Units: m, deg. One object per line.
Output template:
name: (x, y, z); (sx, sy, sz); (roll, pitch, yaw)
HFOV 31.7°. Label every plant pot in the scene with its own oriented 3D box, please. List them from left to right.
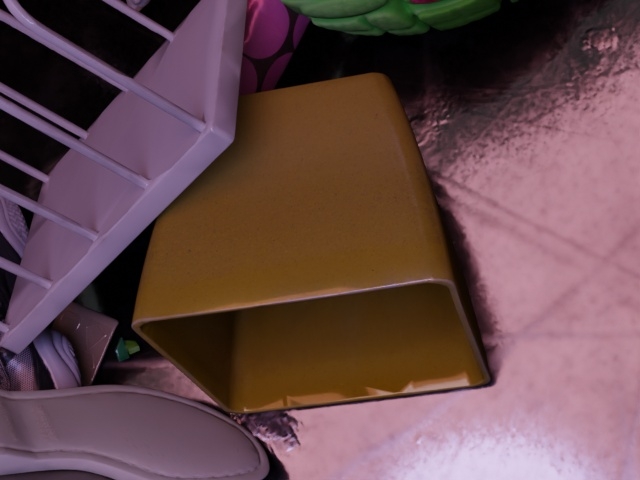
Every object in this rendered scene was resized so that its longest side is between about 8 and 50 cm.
plant pot: (0.000, 0.000, 0.835); (0.212, 0.212, 0.187); (-8, 63, 12)

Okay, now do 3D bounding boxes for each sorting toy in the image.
sorting toy: (-0.194, 0.091, 0.952); (0.083, 0.012, 0.062); (20, 79, 20)

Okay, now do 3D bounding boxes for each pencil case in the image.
pencil case: (-0.083, -0.140, 0.934); (0.098, 0.095, 0.209); (29, 88, 28)

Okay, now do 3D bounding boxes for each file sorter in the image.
file sorter: (-0.205, -0.092, 0.814); (0.278, 0.173, 0.192); (-40, 33, 33)

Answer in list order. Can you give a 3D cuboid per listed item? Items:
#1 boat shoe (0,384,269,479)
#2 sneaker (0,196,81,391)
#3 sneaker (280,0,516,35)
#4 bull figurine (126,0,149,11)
boat shoe: (-0.184, 0.169, 0.827); (0.091, 0.305, 0.109); (-65, 34, 23)
sneaker: (-0.294, 0.074, 0.897); (0.101, 0.153, 0.268); (-36, 67, 34)
sneaker: (0.155, -0.326, 0.877); (0.483, 0.185, 0.202); (-33, 73, -6)
bull figurine: (-0.165, -0.297, 0.928); (0.101, 0.310, 0.188); (-47, 111, -18)
